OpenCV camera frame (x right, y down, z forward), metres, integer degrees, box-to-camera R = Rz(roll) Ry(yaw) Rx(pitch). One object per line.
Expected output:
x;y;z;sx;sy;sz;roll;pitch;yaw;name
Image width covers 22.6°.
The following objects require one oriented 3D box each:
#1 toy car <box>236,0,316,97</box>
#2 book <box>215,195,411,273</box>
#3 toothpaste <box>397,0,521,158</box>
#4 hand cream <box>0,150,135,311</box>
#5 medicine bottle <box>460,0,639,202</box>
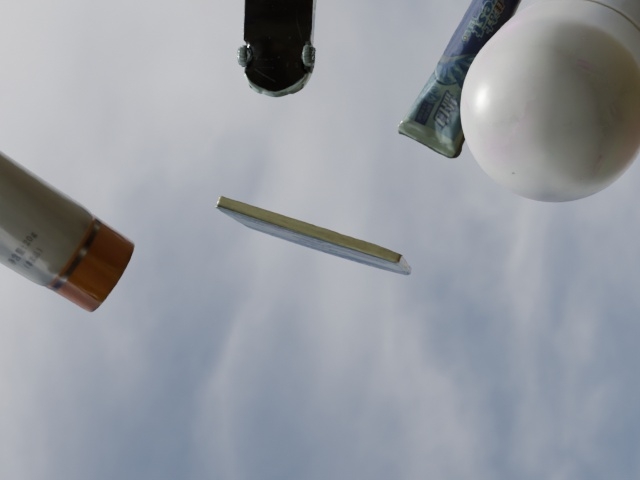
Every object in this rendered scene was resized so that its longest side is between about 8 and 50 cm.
-0.049;-0.273;1.968;0.056;0.095;0.205;49;-138;-77;toy car
0.000;0.000;1.993;0.322;0.228;0.018;39;-111;-82;book
0.176;-0.225;1.801;0.069;0.047;0.268;20;-77;-24;toothpaste
-0.330;-0.050;1.572;0.314;0.140;0.089;32;-146;-12;hand cream
0.185;-0.117;1.153;0.341;0.130;0.130;-41;-65;-68;medicine bottle
